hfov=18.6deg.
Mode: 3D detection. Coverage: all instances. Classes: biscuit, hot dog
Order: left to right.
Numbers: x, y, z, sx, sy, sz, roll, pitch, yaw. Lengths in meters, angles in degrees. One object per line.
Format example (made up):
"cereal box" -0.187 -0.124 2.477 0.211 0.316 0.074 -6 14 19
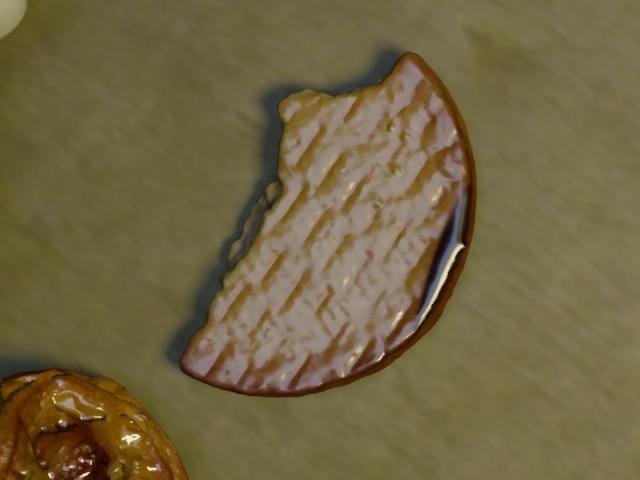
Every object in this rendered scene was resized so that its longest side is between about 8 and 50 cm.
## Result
"hot dog" -0.157 0.190 1.170 0.160 0.099 0.227 -11 89 -29
"biscuit" 0.000 0.000 1.205 0.229 0.031 0.176 -31 78 8

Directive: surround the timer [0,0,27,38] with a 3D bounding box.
"timer" -0.305 -0.115 1.188 0.291 0.291 0.315 34 67 13
